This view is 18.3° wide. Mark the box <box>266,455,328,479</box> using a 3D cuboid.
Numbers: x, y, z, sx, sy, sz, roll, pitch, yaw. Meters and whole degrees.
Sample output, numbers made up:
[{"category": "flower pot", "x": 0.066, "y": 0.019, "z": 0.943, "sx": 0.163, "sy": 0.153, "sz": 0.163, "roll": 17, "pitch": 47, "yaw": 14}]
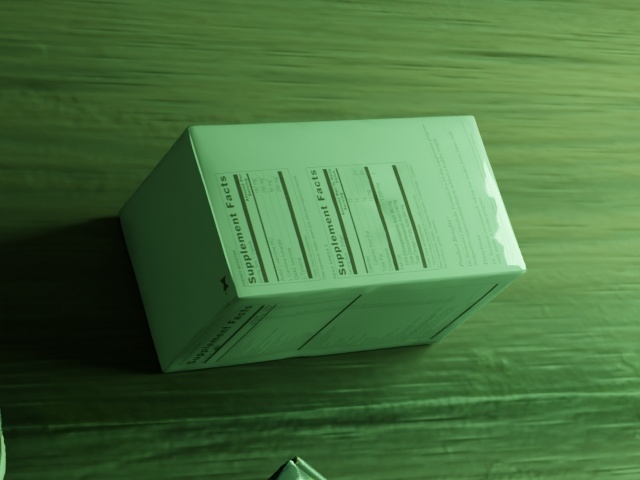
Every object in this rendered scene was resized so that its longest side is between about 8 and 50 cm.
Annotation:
[{"category": "box", "x": -0.005, "y": 0.378, "z": 1.239, "sx": 0.318, "sy": 0.097, "sz": 0.395, "roll": 39, "pitch": 51, "yaw": 0}]

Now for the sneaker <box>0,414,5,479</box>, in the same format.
[{"category": "sneaker", "x": -0.272, "y": 0.038, "z": 1.280, "sx": 0.120, "sy": 0.112, "sz": 0.299, "roll": -5, "pitch": 66, "yaw": -32}]

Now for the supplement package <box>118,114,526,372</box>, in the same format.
[{"category": "supplement package", "x": 0.000, "y": 0.000, "z": 1.441, "sx": 0.244, "sy": 0.139, "sz": 0.134, "roll": -4, "pitch": 66, "yaw": -32}]
